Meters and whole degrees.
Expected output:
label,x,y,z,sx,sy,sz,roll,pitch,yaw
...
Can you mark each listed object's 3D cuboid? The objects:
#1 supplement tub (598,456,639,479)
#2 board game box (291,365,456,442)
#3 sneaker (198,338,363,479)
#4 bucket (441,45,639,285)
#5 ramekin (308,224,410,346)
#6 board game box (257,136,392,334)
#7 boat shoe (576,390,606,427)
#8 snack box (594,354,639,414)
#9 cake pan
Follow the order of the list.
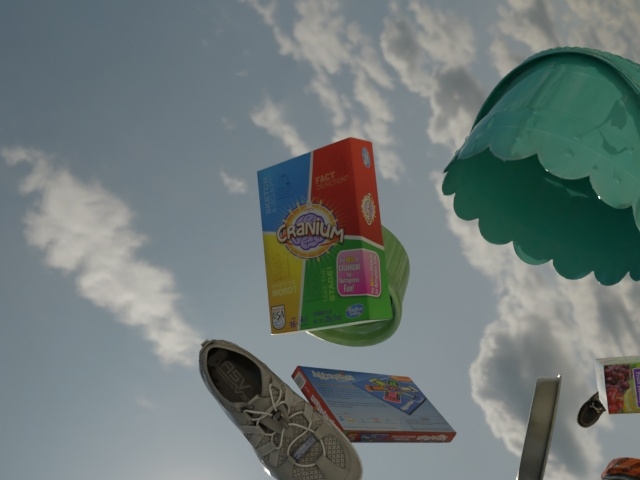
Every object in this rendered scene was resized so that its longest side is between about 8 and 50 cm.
label,x,y,z,sx,sy,sz,roll,pitch,yaw
supplement tub,0.403,0.469,0.992,0.194,0.193,0.316,51,-119,-19
board game box,0.092,0.271,1.201,0.281,0.027,0.145,15,-155,-42
sneaker,-0.067,0.235,0.956,0.281,0.105,0.115,36,167,19
bucket,0.311,-0.093,0.912,0.281,0.281,0.183,42,-109,-32
ramekin,0.051,0.079,1.609,0.303,0.303,0.148,49,-135,-22
board game box,0.000,0.000,1.324,0.064,0.242,0.317,5,-105,-48
boat shoe,0.620,0.365,1.632,0.046,0.125,0.038,45,165,22
snack box,0.484,0.187,0.981,0.174,0.206,0.070,19,-114,-73
cake pan,0.499,0.444,1.682,0.293,0.054,0.294,12,-90,-72
